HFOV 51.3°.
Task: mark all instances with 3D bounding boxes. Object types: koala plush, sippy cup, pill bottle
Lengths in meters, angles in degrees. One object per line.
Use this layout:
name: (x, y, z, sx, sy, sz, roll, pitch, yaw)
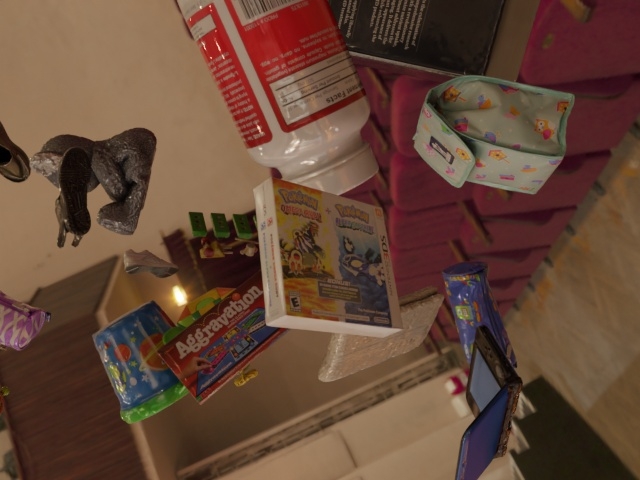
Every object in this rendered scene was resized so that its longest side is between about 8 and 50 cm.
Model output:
koala plush: (-0.452, -0.148, 1.325, 0.196, 0.222, 0.203, -108, 34, -66)
sippy cup: (-0.413, 0.274, 1.582, 0.224, 0.306, 0.240, 60, -169, -4)
pill bottle: (-0.056, -0.272, 1.130, 0.229, 0.229, 0.407, -135, 20, -76)

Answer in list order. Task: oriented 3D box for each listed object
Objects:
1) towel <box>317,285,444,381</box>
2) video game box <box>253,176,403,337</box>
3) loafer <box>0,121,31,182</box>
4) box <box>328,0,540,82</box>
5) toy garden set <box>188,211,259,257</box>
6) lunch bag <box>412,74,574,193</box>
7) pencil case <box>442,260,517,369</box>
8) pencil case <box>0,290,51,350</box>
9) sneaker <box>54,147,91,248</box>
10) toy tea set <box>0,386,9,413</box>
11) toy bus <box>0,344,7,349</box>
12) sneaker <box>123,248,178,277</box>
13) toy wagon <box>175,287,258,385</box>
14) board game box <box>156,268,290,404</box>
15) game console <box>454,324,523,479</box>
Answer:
towel: (0.130, 0.197, 1.430, 0.049, 0.282, 0.187, 52, 144, 35)
video game box: (0.013, 0.026, 0.877, 0.205, 0.048, 0.186, 12, -122, -40)
loafer: (-0.852, -0.223, 1.773, 0.251, 0.095, 0.087, 80, 177, -60)
box: (0.272, -0.571, 1.720, 0.480, 0.472, 0.297, -18, -55, -66)
toy garden set: (-0.259, -0.006, 1.969, 0.203, 0.245, 0.049, -116, 34, -52)
lunch bag: (0.307, -0.194, 1.244, 0.223, 0.263, 0.160, 74, -153, -77)
pencil case: (0.409, 0.202, 1.706, 0.133, 0.120, 0.305, -10, 99, 57)
pencil case: (-0.589, 0.116, 1.170, 0.086, 0.206, 0.088, -66, 0, -48)
sneaker: (-0.411, -0.067, 1.095, 0.089, 0.051, 0.170, 12, 105, 55)
toy tea set: (-0.791, 0.405, 1.346, 0.124, 0.200, 0.335, -33, 34, 52)
toy bus: (-0.745, 0.115, 1.439, 0.191, 0.104, 0.202, 35, 168, 36)
sneaker: (-0.413, 0.053, 1.633, 0.152, 0.054, 0.061, 16, -137, -48)
toy wagon: (-0.275, 0.269, 1.901, 0.344, 0.267, 0.068, 49, 167, 48)
board game box: (-0.184, 0.195, 1.392, 0.145, 0.281, 0.027, 43, 160, 22)
game console: (0.323, 0.376, 1.447, 0.250, 0.174, 0.293, -113, 15, -46)
